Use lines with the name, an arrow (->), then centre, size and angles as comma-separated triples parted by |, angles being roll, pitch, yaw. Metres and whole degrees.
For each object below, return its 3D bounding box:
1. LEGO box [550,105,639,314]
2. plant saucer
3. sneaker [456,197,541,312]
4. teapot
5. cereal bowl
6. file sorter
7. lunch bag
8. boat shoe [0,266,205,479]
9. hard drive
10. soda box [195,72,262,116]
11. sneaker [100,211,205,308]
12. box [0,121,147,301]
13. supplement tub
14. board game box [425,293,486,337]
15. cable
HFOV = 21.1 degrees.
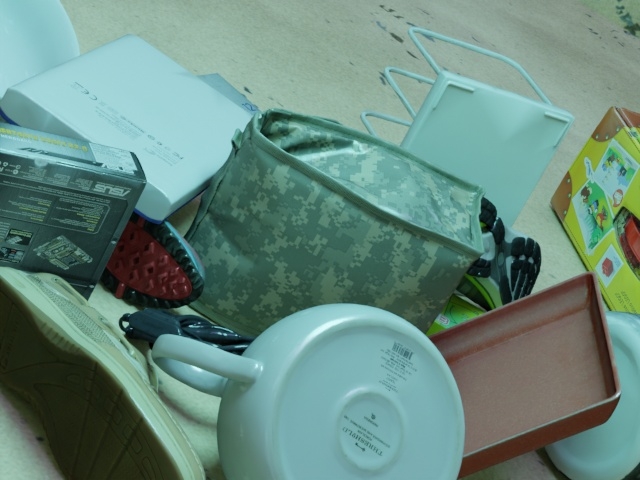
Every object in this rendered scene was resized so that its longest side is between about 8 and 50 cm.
LEGO box -> 0.593, 0.060, 2.409 | 0.372, 0.193, 0.500 | 17, 29, -24
plant saucer -> 0.198, 0.158, 1.846 | 0.048, 0.259, 0.258 | 61, 15, -24
sneaker -> 0.179, 0.015, 2.096 | 0.121, 0.111, 0.300 | 15, -18, 33
teapot -> -0.005, 0.177, 1.619 | 0.252, 0.256, 0.187 | -18, 5, -31
cereal bowl -> -0.441, -0.244, 1.930 | 0.339, 0.141, 0.339 | 39, 26, -23
file sorter -> 0.146, -0.106, 2.168 | 0.193, 0.278, 0.173 | 14, 28, -28
lunch bag -> 0.000, 0.000, 1.878 | 0.287, 0.235, 0.169 | 24, 32, -11
boat shoe -> -0.199, 0.132, 1.574 | 0.110, 0.121, 0.341 | -4, 40, -47
hard drive -> -0.198, -0.131, 1.904 | 0.210, 0.040, 0.318 | 35, 23, 4
soda box -> -0.195, -0.131, 2.077 | 0.098, 0.091, 0.286 | 41, 29, 19
sneaker -> -0.217, -0.028, 1.864 | 0.262, 0.104, 0.125 | 36, 25, 14
box -> -0.309, -0.023, 1.671 | 0.231, 0.183, 0.056 | 11, 33, -31
supplement tub -> 0.435, 0.197, 1.996 | 0.338, 0.207, 0.207 | 8, 33, -37
board game box -> 0.204, 0.133, 2.064 | 0.181, 0.043, 0.092 | 29, 26, 0
cable -> -0.106, 0.111, 1.748 | 0.184, 0.047, 0.150 | 15, 0, 35
